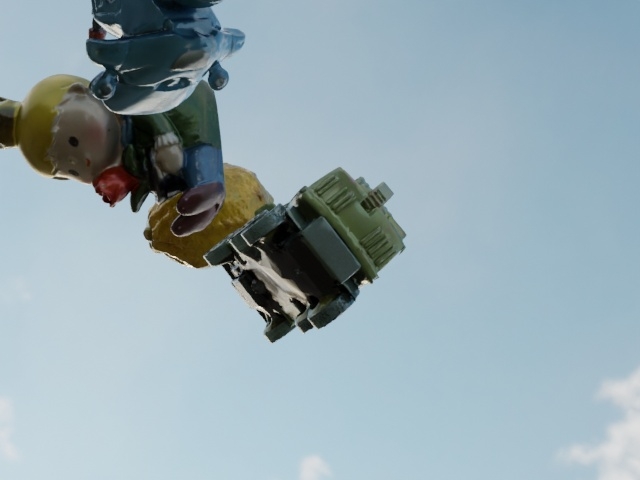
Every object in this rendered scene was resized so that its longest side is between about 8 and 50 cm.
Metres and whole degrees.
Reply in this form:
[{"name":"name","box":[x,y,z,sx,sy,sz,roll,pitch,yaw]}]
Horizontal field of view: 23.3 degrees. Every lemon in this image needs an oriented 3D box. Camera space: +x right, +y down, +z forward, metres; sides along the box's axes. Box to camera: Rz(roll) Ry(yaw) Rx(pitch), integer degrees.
[{"name":"lemon","box":[-0.123,-0.025,1.725,0.114,0.155,0.114,55,-22,36]}]

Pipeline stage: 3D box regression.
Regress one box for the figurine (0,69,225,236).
[{"name":"figurine","box":[-0.222,-0.090,1.617,0.234,0.185,0.127,-2,-21,-16]}]

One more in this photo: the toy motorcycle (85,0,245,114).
[{"name":"toy motorcycle","box":[-0.145,-0.192,1.124,0.272,0.123,0.182,32,-58,46]}]

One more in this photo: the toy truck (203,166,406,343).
[{"name":"toy truck","box":[0.000,0.000,1.063,0.085,0.116,0.191,53,-16,-3]}]
